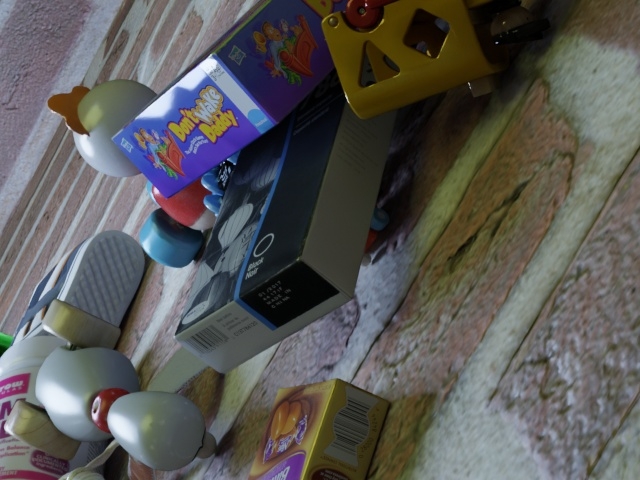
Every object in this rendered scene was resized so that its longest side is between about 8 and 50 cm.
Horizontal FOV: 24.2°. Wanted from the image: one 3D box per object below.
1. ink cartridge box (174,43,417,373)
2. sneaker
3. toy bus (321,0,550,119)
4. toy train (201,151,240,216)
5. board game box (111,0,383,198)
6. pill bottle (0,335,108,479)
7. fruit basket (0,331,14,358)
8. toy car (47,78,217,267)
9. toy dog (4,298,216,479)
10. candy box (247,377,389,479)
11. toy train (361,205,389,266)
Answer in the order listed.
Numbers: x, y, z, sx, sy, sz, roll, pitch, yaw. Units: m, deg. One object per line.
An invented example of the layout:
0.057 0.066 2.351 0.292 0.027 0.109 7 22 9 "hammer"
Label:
-0.015 -0.053 1.282 0.165 0.065 0.333 -34 27 38 "ink cartridge box"
-0.342 0.138 1.962 0.127 0.126 0.321 -20 36 59 "sneaker"
0.107 -0.161 1.147 0.202 0.191 0.104 -9 101 69 "toy bus"
-0.061 -0.067 1.484 0.184 0.105 0.080 -111 40 -66 "toy train"
-0.012 -0.202 1.349 0.347 0.078 0.233 -48 11 -30 "board game box"
-0.328 0.248 1.717 0.160 0.160 0.283 -55 21 27 "pill bottle"
-0.541 0.292 2.134 0.392 0.283 0.392 -159 90 -89 "fruit basket"
-0.203 -0.131 1.744 0.219 0.238 0.210 -53 22 30 "toy car"
-0.191 0.182 1.523 0.220 0.161 0.334 -57 34 12 "toy dog"
-0.019 0.200 1.113 0.109 0.053 0.187 -21 48 63 "candy box"
0.000 0.000 1.325 0.166 0.046 0.125 -48 24 40 "toy train"
